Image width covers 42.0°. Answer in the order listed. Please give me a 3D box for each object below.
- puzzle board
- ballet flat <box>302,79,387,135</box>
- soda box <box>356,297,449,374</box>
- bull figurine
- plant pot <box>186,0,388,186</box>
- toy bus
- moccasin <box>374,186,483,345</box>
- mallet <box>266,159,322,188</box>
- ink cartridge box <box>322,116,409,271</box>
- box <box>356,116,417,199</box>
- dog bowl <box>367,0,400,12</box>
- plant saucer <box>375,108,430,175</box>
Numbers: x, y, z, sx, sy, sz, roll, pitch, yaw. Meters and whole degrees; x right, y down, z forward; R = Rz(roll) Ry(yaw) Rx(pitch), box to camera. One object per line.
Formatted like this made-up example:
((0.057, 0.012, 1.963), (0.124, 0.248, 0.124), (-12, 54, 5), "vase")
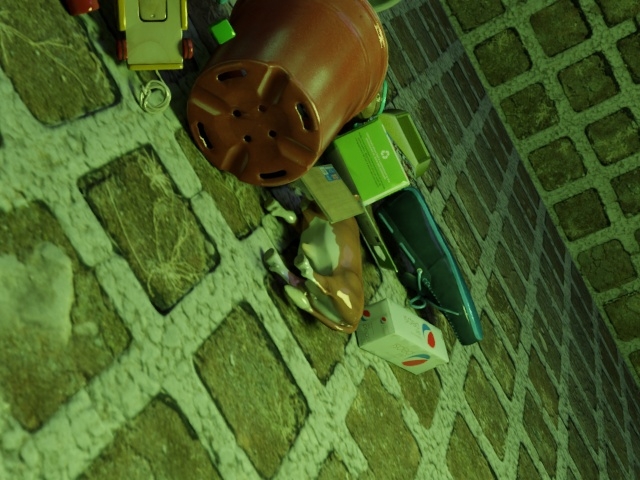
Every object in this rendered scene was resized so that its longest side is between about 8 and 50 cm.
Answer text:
((0.015, -0.074, 1.303), (0.096, 0.011, 0.128), (55, 25, 7), "puzzle board")
((0.031, -0.261, 1.572), (0.342, 0.124, 0.116), (-150, -111, -82), "ballet flat")
((0.145, 0.173, 1.472), (0.216, 0.074, 0.069), (32, 40, -51), "soda box")
((0.000, 0.000, 1.315), (0.188, 0.101, 0.310), (35, 31, -37), "bull figurine")
((-0.060, -0.233, 1.251), (0.272, 0.272, 0.265), (54, 34, -22), "plant pot")
((-0.231, -0.309, 1.125), (0.191, 0.202, 0.104), (43, 0, -26), "toy bus")
((0.218, 0.062, 1.693), (0.342, 0.116, 0.137), (67, 11, 17), "moccasin")
((-0.039, -0.099, 1.415), (0.062, 0.039, 0.189), (59, 28, -4), "mallet")
((0.106, -0.079, 1.524), (0.255, 0.097, 0.189), (63, -5, -3), "ink cartridge box")
((0.139, -0.174, 1.835), (0.233, 0.044, 0.159), (46, 30, -36), "box")
((0.073, -0.647, 1.823), (0.349, 0.348, 0.102), (47, 41, -35), "dog bowl")
((0.210, -0.243, 2.048), (0.188, 0.045, 0.188), (64, 24, -2), "plant saucer")
